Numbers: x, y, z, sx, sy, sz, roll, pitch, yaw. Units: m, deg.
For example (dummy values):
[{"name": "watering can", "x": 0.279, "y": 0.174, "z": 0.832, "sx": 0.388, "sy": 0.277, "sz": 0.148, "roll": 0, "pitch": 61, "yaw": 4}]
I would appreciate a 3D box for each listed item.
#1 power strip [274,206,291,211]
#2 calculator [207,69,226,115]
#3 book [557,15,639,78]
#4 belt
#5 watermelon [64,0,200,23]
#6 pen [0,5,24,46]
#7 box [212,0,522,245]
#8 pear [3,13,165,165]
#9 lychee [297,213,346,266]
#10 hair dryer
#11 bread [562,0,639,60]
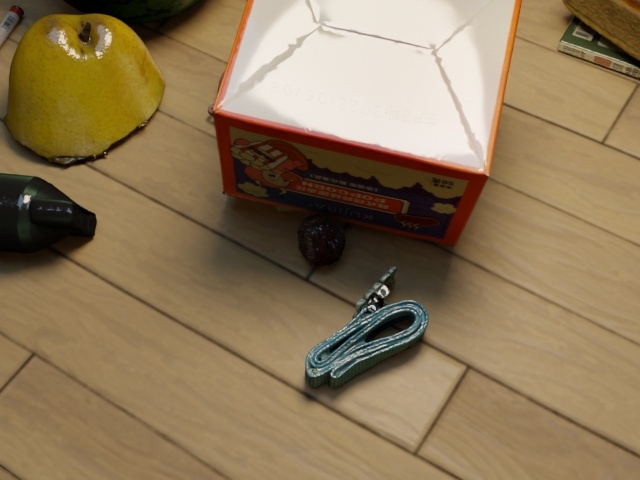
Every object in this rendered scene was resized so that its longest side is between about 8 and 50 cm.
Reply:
[{"name": "power strip", "x": -0.024, "y": -0.063, "z": 1.367, "sx": 0.090, "sy": 0.016, "sz": 0.040, "roll": -4, "pitch": 56, "yaw": 1}, {"name": "calculator", "x": -0.013, "y": -0.217, "z": 1.453, "sx": 0.329, "sy": 0.048, "sz": 0.220, "roll": -5, "pitch": 58, "yaw": 0}, {"name": "book", "x": 0.545, "y": -0.334, "z": 1.505, "sx": 0.264, "sy": 0.027, "sz": 0.202, "roll": 25, "pitch": 60, "yaw": 20}, {"name": "belt", "x": 0.050, "y": 0.120, "z": 1.212, "sx": 0.179, "sy": 0.065, "sz": 0.100, "roll": -29, "pitch": 69, "yaw": -16}, {"name": "watermelon", "x": -0.298, "y": -0.523, "z": 1.516, "sx": 0.363, "sy": 0.363, "sz": 0.363, "roll": -2, "pitch": 56, "yaw": 3}, {"name": "pen", "x": -0.562, "y": -0.315, "z": 1.574, "sx": 0.026, "sy": 0.026, "sz": 0.218, "roll": 13, "pitch": 58, "yaw": 13}, {"name": "box", "x": 0.064, "y": -0.207, "z": 1.269, "sx": 0.348, "sy": 0.257, "sz": 0.319, "roll": 12, "pitch": 70, "yaw": 2}, {"name": "pear", "x": -0.384, "y": -0.271, "z": 1.443, "sx": 0.266, "sy": 0.178, "sz": 0.267, "roll": -4, "pitch": 52, "yaw": 5}, {"name": "lychee", "x": 0.000, "y": 0.000, "z": 1.291, "sx": 0.067, "sy": 0.068, "sz": 0.083, "roll": -47, "pitch": 32, "yaw": 2}, {"name": "hair dryer", "x": -0.461, "y": 0.047, "z": 1.287, "sx": 0.244, "sy": 0.116, "sz": 0.303, "roll": 6, "pitch": 68, "yaw": 8}, {"name": "bread", "x": 0.590, "y": -0.396, "z": 1.441, "sx": 0.323, "sy": 0.143, "sz": 0.333, "roll": -36, "pitch": 60, "yaw": -18}]
